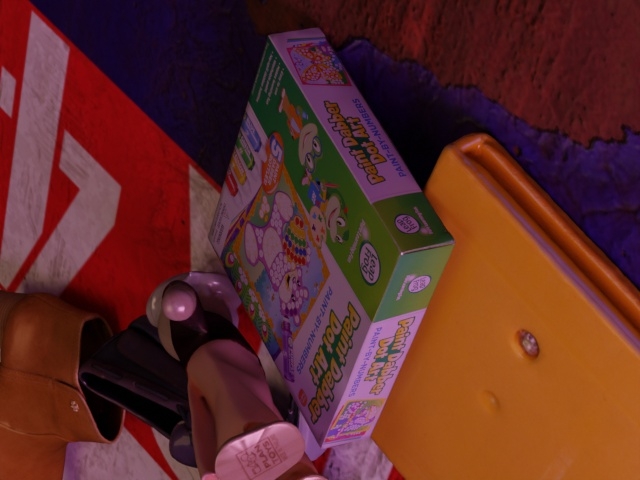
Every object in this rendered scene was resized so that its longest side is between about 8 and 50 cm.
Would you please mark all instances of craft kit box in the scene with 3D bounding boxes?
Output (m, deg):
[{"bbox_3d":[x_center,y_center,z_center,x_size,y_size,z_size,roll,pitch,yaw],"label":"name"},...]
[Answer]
[{"bbox_3d":[0.000,0.000,1.452,0.246,0.061,0.250,57,145,32],"label":"craft kit box"}]

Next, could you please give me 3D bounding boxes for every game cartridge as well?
[{"bbox_3d":[0.149,0.118,1.393,0.285,0.053,0.323,49,143,21],"label":"game cartridge"}]

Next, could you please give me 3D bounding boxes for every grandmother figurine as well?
[{"bbox_3d":[-0.086,0.119,1.545,0.342,0.104,0.207,-125,13,-62],"label":"grandmother figurine"}]

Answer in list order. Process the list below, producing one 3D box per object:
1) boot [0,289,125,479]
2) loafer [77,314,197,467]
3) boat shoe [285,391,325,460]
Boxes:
[{"bbox_3d":[-0.288,0.200,1.931,0.211,0.104,0.295,16,118,46],"label":"boot"},{"bbox_3d":[-0.123,0.182,1.698,0.302,0.095,0.109,37,147,42],"label":"loafer"},{"bbox_3d":[-0.009,0.141,1.599,0.040,0.049,0.142,41,139,30],"label":"boat shoe"}]
